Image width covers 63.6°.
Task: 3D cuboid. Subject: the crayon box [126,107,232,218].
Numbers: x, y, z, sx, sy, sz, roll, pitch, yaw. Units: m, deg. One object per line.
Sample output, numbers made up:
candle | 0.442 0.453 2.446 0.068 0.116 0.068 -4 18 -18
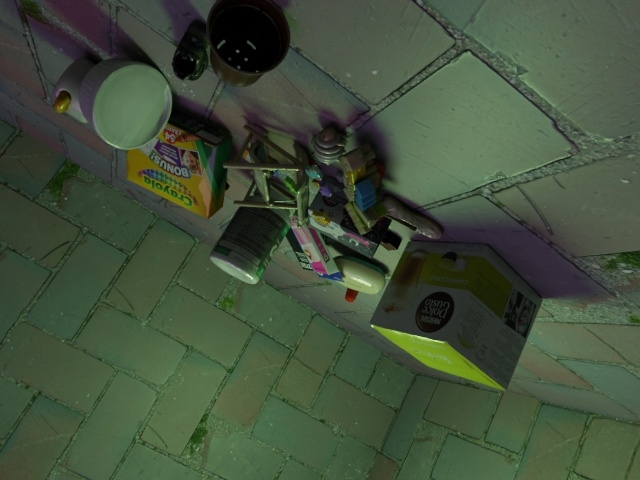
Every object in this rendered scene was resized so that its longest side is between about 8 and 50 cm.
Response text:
crayon box | -0.505 -0.288 1.812 0.363 0.106 0.312 26 130 11

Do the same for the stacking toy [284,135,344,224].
stacking toy | 0.000 -0.171 1.488 0.052 0.166 0.221 14 157 39

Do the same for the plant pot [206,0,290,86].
plant pot | -0.165 -0.410 1.093 0.167 0.166 0.165 34 170 -15

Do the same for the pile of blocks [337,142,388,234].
pile of blocks | 0.140 -0.137 1.422 0.148 0.113 0.362 57 172 25

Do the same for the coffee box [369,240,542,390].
coffee box | 0.435 0.233 1.675 0.338 0.334 0.338 38 161 -29

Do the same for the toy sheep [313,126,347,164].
toy sheep | 0.024 -0.247 1.372 0.091 0.091 0.132 24 144 17

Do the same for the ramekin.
ramekin | -0.601 -0.425 1.575 0.127 0.272 0.273 33 167 28

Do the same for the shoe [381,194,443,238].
shoe | 0.272 -0.058 1.569 0.219 0.058 0.076 31 163 -7

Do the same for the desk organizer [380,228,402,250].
desk organizer | 0.219 -0.017 1.797 0.130 0.047 0.050 37 159 -25

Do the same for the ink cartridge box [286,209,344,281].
ink cartridge box | -0.044 0.034 2.131 0.176 0.069 0.370 7 134 51

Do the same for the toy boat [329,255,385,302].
toy boat | 0.157 0.156 2.281 0.268 0.148 0.318 21 155 9

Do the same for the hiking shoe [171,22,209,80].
hiking shoe | -0.341 -0.452 1.304 0.086 0.114 0.227 33 163 -10

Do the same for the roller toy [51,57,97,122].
roller toy | -0.803 -0.509 1.744 0.146 0.209 0.191 35 -178 -16

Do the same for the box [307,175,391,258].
box | 0.095 -0.072 1.668 0.248 0.142 0.163 26 163 7

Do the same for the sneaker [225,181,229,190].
sneaker | -0.451 -0.273 2.084 0.091 0.081 0.232 17 167 27

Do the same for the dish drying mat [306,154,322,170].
dish drying mat | -0.031 -0.243 1.603 0.032 0.008 0.083 8 153 48

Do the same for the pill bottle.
pill bottle | -0.238 -0.037 1.925 0.204 0.360 0.204 27 163 9

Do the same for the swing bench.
swing bench | -0.144 -0.193 1.626 0.255 0.165 0.253 19 155 7

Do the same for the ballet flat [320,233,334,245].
ballet flat | 0.000 0.000 2.169 0.074 0.074 0.203 35 157 -20

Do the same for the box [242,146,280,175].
box | -0.198 -0.269 1.765 0.136 0.028 0.081 30 163 -10
